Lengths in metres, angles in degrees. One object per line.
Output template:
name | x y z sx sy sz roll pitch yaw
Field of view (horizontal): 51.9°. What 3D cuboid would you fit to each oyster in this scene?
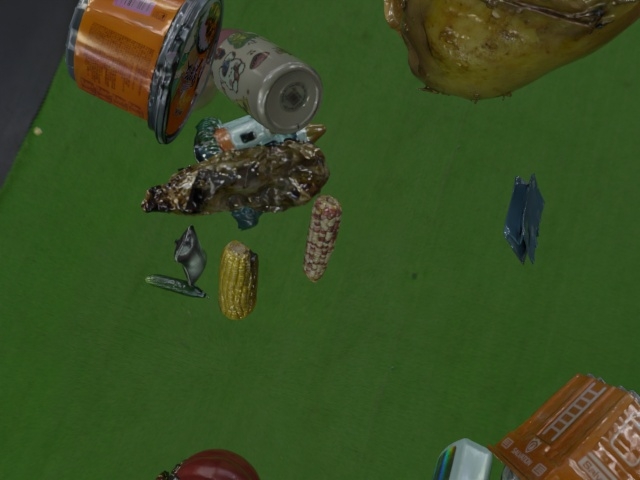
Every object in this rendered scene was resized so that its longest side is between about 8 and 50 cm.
oyster | -0.133 -0.092 1.126 0.345 0.079 0.128 -13 118 -26

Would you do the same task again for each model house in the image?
model house | -0.116 -0.197 1.501 0.291 0.184 0.253 -26 123 -1

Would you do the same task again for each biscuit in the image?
biscuit | 0.196 -0.657 1.750 0.041 0.212 0.238 -9 106 30

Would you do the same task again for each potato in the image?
potato | 0.186 -0.234 0.663 0.173 0.300 0.140 22 73 -26

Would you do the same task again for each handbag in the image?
handbag | 0.554 -0.059 1.769 0.144 0.057 0.221 50 47 -38

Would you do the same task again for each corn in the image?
corn | 0.000 0.000 1.586 0.080 0.079 0.237 10 122 -6
corn | -0.147 0.073 1.173 0.072 0.203 0.072 4 52 -5

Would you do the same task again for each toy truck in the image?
toy truck | 0.410 0.354 0.797 0.207 0.173 0.387 -44 92 -4

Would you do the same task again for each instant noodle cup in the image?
instant noodle cup | -0.195 -0.208 0.717 0.126 0.208 0.177 21 80 -4

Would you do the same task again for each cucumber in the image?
cucumber | -0.335 0.108 1.549 0.155 0.037 0.037 17 77 -6

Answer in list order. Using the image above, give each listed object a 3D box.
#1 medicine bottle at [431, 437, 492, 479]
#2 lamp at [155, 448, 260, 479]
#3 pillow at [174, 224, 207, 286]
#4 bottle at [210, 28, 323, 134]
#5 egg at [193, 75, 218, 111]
medicine bottle | 0.196 0.420 0.985 0.083 0.121 0.229 25 39 4
lamp | -0.175 0.446 1.036 0.227 0.227 0.226 2 78 -8
pillow | -0.285 0.035 1.456 0.055 0.135 0.091 -13 54 1
bottle | -0.110 -0.271 1.068 0.120 0.120 0.253 -37 47 -13
egg | -0.354 -0.429 1.706 0.186 0.241 0.185 0 85 -1
